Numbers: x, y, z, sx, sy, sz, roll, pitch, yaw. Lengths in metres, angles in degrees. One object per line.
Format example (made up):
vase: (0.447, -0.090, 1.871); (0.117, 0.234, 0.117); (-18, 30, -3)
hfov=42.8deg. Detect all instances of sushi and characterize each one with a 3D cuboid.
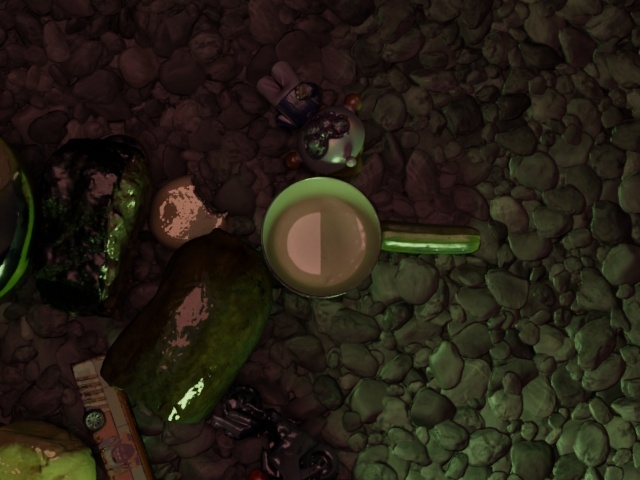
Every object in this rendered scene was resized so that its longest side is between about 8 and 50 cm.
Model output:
sushi: (-0.417, -0.016, 1.518); (0.171, 0.211, 0.350); (17, 109, 9)

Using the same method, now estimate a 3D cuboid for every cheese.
cheese: (-0.303, -0.029, 1.635); (0.249, 0.071, 0.163); (-26, 87, 3)
cheese: (-0.539, 0.454, 1.530); (0.226, 0.117, 0.213); (18, 94, 8)

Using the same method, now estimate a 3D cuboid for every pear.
pear: (-0.680, -0.031, 1.544); (0.399, 0.165, 0.398); (-3, 81, 17)

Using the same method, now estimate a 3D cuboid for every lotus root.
lotus root: (-0.230, 0.151, 1.531); (0.250, 0.250, 0.346); (29, 87, 1)

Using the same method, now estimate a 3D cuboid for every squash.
squash: (0.210, -0.005, 1.660); (0.229, 0.066, 0.066); (3, 83, -2)

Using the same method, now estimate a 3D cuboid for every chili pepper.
chili pepper: (-0.070, 0.489, 1.605); (0.178, 0.027, 0.045); (18, 82, -2)

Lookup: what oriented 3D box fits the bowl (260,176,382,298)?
bowl: (0.000, 0.000, 1.618); (0.238, 0.126, 0.237); (0, 83, -2)

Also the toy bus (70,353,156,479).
toy bus: (-0.379, 0.418, 1.568); (0.092, 0.093, 0.408); (-20, 85, -11)

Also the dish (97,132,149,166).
dish: (-0.424, -0.154, 1.645); (0.141, 0.078, 0.141); (-17, 118, -36)

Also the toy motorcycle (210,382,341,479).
toy motorcycle: (-0.096, 0.401, 1.564); (0.270, 0.106, 0.159); (36, 64, 2)

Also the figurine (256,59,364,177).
figurine: (-0.010, -0.252, 1.649); (0.194, 0.133, 0.274); (-22, 82, 9)
